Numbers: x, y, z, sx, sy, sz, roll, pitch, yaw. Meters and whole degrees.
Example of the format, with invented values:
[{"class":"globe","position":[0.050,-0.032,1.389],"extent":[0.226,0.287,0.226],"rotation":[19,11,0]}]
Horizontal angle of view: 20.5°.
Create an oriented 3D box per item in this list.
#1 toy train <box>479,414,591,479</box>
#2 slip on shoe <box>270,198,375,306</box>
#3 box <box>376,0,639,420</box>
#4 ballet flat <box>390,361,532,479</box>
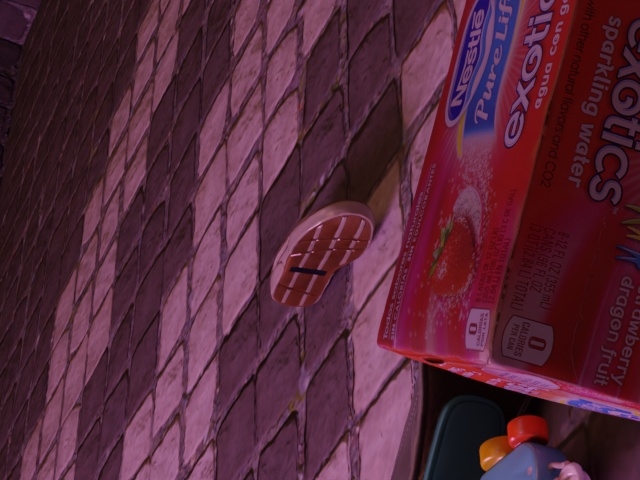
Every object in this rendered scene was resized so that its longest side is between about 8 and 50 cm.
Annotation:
[{"class":"toy train","position":[0.092,0.165,0.797],"extent":[0.166,0.046,0.125],"rotation":[-70,23,14]},{"class":"slip on shoe","position":[0.000,0.000,1.205],"extent":[0.135,0.051,0.041],"rotation":[121,156,-58]},{"class":"box","position":[0.130,-0.058,0.736],"extent":[0.122,0.128,0.257],"rotation":[179,106,-71]},{"class":"ballet flat","position":[0.074,0.068,0.888],"extent":[0.068,0.072,0.213],"rotation":[-162,88,-76]}]
